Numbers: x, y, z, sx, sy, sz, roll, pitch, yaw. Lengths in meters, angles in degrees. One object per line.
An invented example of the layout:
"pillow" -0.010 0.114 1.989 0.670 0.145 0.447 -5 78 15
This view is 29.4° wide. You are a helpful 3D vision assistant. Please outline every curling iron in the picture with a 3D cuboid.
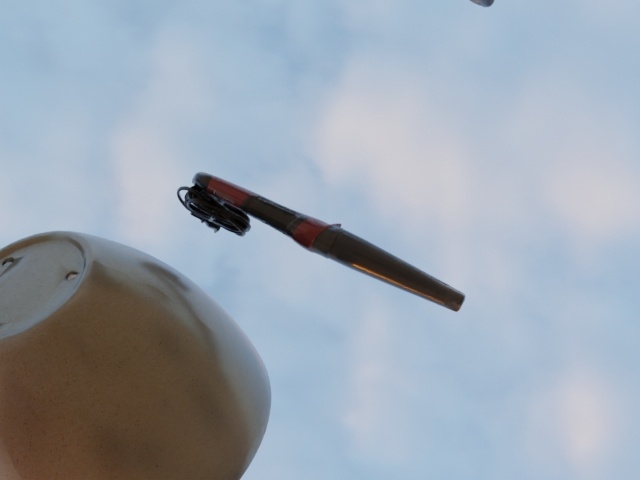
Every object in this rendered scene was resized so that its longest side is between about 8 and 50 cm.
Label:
"curling iron" 0.000 0.000 1.070 0.274 0.068 0.035 20 -110 15

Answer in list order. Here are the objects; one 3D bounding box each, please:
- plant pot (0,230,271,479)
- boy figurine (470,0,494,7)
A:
"plant pot" -0.207 0.105 1.010 0.284 0.284 0.191 -35 -53 -14
"boy figurine" 0.216 -0.363 1.222 0.285 0.177 0.092 -45 -43 -18
